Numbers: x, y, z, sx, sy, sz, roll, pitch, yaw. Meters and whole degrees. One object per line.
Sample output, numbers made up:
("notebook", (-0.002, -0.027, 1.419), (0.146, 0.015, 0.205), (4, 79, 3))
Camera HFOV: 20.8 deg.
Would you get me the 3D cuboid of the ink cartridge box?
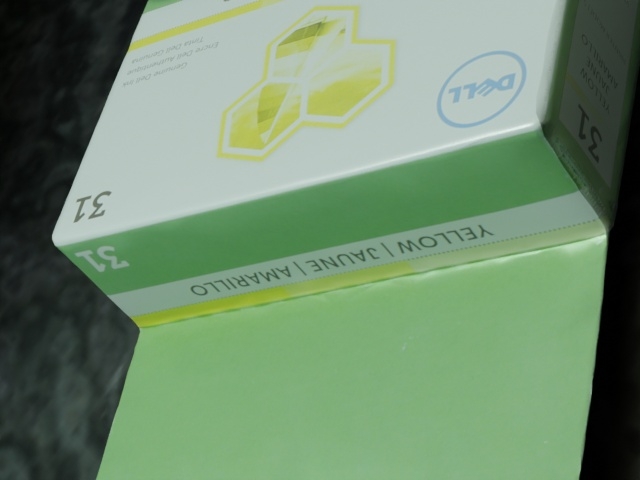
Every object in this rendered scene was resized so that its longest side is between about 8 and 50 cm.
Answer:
("ink cartridge box", (0.000, 0.000, 0.500), (0.171, 0.056, 0.235), (-12, 44, 32))
